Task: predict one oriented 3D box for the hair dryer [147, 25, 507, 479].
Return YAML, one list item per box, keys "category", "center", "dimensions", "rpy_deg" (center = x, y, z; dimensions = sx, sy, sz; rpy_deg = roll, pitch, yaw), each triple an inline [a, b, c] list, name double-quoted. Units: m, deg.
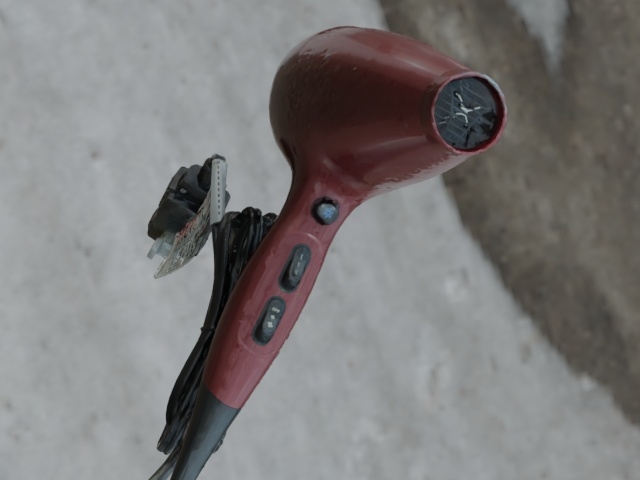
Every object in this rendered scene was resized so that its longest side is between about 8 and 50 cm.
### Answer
- category: "hair dryer"
  center: [0.000, 0.000, 0.948]
  dimensions: [0.080, 0.293, 0.224]
  rpy_deg: [19, 48, -23]
